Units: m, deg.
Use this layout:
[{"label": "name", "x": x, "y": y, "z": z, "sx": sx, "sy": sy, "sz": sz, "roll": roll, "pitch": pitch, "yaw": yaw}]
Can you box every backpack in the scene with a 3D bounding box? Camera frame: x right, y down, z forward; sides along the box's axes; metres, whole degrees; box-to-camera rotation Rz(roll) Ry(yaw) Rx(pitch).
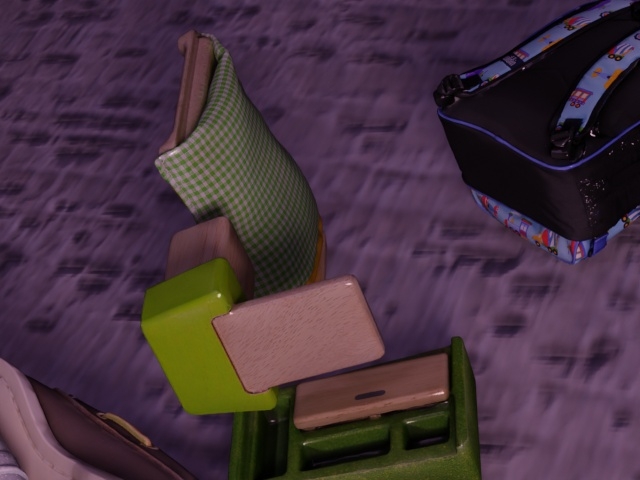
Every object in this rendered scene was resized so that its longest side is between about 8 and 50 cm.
[{"label": "backpack", "x": 0.190, "y": -0.087, "z": 1.212, "sx": 0.173, "sy": 0.117, "sz": 0.158, "roll": -37, "pitch": 38, "yaw": -19}]

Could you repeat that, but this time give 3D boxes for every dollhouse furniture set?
[{"label": "dollhouse furniture set", "x": 0.000, "y": 0.000, "z": 1.131, "sx": 0.151, "sy": 0.197, "sz": 0.301, "roll": -14, "pitch": 37, "yaw": 13}]

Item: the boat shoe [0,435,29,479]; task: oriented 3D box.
[{"label": "boat shoe", "x": -0.309, "y": 0.221, "z": 1.045, "sx": 0.320, "sy": 0.118, "sz": 0.103, "roll": -43, "pitch": 51, "yaw": -3}]

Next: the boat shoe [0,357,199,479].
[{"label": "boat shoe", "x": -0.152, "y": 0.157, "z": 1.096, "sx": 0.324, "sy": 0.096, "sz": 0.116, "roll": 25, "pitch": 97, "yaw": 49}]
